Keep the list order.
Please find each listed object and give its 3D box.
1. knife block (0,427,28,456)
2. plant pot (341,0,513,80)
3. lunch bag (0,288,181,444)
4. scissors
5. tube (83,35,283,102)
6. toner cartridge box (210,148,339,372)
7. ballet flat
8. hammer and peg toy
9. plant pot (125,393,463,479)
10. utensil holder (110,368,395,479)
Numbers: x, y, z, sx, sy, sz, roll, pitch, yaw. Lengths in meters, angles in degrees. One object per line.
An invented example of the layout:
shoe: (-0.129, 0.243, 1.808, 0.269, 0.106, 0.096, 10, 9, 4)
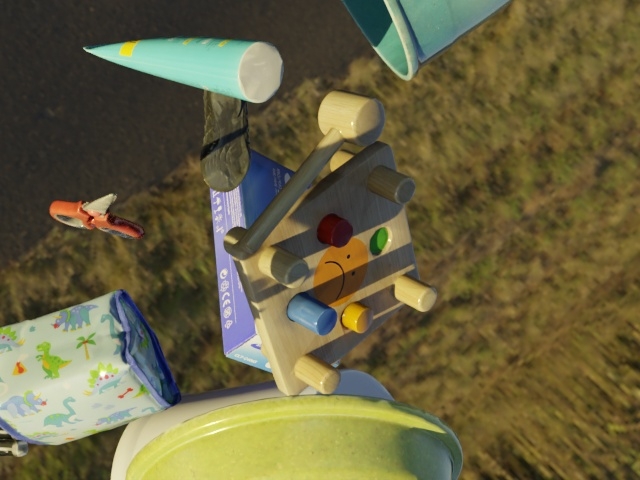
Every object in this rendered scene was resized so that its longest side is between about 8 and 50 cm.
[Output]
knife block: (-0.418, 0.177, 0.971, 0.242, 0.275, 0.088, -45, 172, 3)
plant pot: (0.117, -0.325, 0.931, 0.255, 0.271, 0.271, -32, 160, 1)
lunch bag: (-0.198, 0.120, 0.896, 0.129, 0.096, 0.151, -17, 145, 1)
scissors: (-0.250, -0.033, 1.117, 0.297, 0.109, 0.021, 123, -17, -83)
tube: (-0.123, -0.165, 0.958, 0.080, 0.207, 0.052, -10, 110, -46)
toner cartridge box: (-0.074, 0.030, 1.586, 0.165, 0.347, 0.075, 24, 133, -38)
ballet flat: (-0.103, -0.120, 1.168, 0.058, 0.049, 0.173, 5, 136, -5)
hammer and peg toy: (0.000, 0.000, 1.293, 0.266, 0.127, 0.361, -38, 133, -25)
plant pot: (-0.008, 0.292, 0.788, 0.276, 0.253, 0.276, -4, 145, -3)
utensil holder: (-0.083, 0.383, 1.685, 0.386, 0.327, 0.328, -15, 179, 34)
